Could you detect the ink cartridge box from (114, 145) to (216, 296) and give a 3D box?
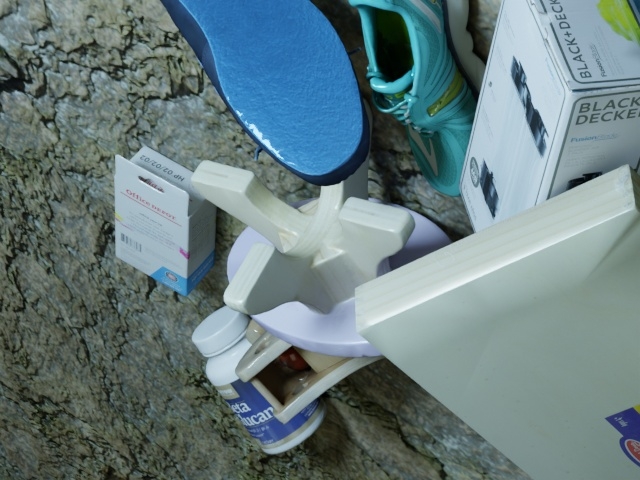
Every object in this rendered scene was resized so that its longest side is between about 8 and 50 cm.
[{"bbox_3d":[-0.174,-0.033,2.134,0.104,0.061,0.181,29,144,17],"label":"ink cartridge box"}]

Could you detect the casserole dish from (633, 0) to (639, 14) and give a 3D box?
[{"bbox_3d":[0.318,-0.176,1.526,0.188,0.037,0.114,24,142,22],"label":"casserole dish"}]

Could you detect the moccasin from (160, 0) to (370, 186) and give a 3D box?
[{"bbox_3d":[-0.049,-0.184,1.768,0.342,0.138,0.117,60,178,26],"label":"moccasin"}]

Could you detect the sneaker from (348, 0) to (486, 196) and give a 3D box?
[{"bbox_3d":[0.083,-0.147,1.720,0.107,0.110,0.275,11,136,36],"label":"sneaker"}]

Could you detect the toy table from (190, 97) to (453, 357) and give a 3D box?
[{"bbox_3d":[0.000,0.000,1.867,0.274,0.252,0.161,2,147,29],"label":"toy table"}]

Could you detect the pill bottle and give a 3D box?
[{"bbox_3d":[-0.075,0.160,2.221,0.094,0.094,0.169,-13,118,50],"label":"pill bottle"}]

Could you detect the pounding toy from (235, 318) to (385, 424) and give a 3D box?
[{"bbox_3d":[-0.027,0.087,2.043,0.155,0.154,0.269,48,145,-10],"label":"pounding toy"}]

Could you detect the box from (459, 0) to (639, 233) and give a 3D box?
[{"bbox_3d":[0.200,-0.087,1.610,0.290,0.087,0.169,97,162,-48],"label":"box"}]

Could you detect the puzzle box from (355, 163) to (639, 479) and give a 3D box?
[{"bbox_3d":[0.254,0.109,1.667,0.272,0.052,0.409,-26,135,26],"label":"puzzle box"}]
